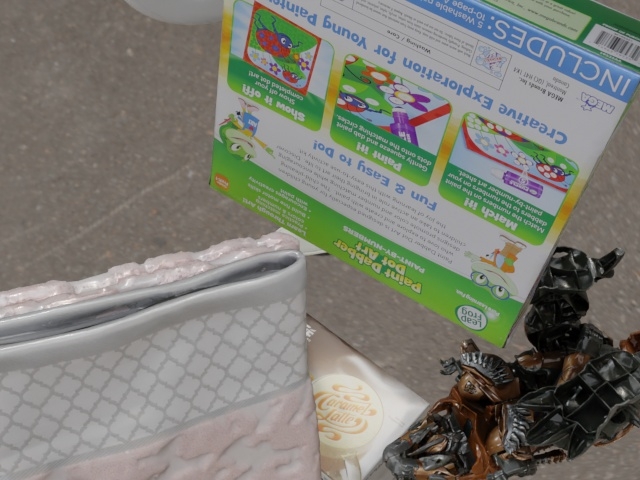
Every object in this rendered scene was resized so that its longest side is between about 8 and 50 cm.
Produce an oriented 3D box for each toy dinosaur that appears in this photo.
[{"bbox_3d":[0.195,0.105,0.759,0.322,0.218,0.164,-42,57,-7],"label":"toy dinosaur"}]

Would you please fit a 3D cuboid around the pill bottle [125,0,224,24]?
[{"bbox_3d":[-0.136,-0.342,0.836,0.161,0.161,0.283,-32,56,16],"label":"pill bottle"}]

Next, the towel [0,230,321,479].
[{"bbox_3d":[-0.152,0.167,0.576,0.332,0.317,0.053,-14,34,-19],"label":"towel"}]

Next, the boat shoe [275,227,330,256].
[{"bbox_3d":[0.000,0.000,1.289,0.125,0.038,0.046,-4,77,6],"label":"boat shoe"}]

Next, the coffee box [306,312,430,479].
[{"bbox_3d":[-0.010,0.188,1.106,0.246,0.098,0.141,36,65,27],"label":"coffee box"}]

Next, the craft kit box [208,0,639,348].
[{"bbox_3d":[0.050,-0.073,0.599,0.250,0.246,0.061,29,49,13],"label":"craft kit box"}]
